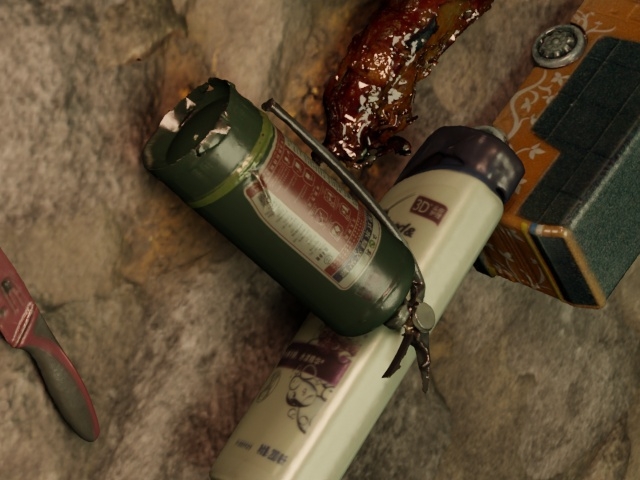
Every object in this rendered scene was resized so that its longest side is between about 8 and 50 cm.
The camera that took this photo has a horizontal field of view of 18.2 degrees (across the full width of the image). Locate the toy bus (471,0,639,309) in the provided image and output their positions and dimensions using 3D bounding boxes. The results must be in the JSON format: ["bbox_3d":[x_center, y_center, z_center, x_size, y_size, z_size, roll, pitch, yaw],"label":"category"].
[{"bbox_3d":[0.248,-0.089,1.789,0.275,0.167,0.138,-53,138,-18],"label":"toy bus"}]

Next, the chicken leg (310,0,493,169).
[{"bbox_3d":[0.068,-0.148,1.639,0.234,0.063,0.105,-59,145,-10],"label":"chicken leg"}]

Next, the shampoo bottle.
[{"bbox_3d":[0.037,0.066,1.655,0.078,0.134,0.359,39,74,-27],"label":"shampoo bottle"}]

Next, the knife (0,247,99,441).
[{"bbox_3d":[-0.216,0.067,1.465,0.035,0.018,0.247,-43,133,-21],"label":"knife"}]

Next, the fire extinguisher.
[{"bbox_3d":[0.000,0.000,1.528,0.294,0.093,0.118,42,54,-26],"label":"fire extinguisher"}]
